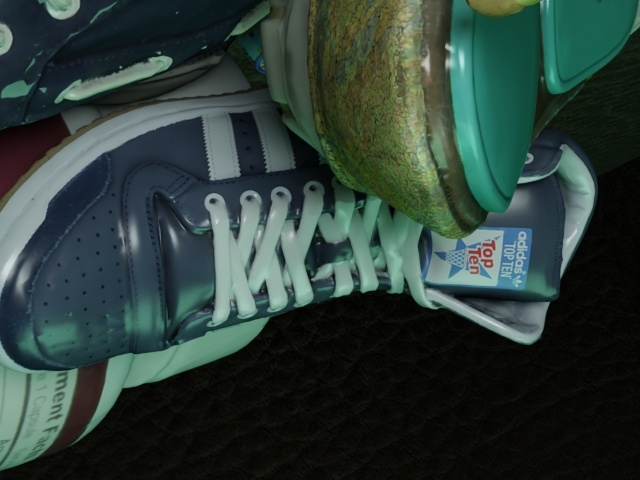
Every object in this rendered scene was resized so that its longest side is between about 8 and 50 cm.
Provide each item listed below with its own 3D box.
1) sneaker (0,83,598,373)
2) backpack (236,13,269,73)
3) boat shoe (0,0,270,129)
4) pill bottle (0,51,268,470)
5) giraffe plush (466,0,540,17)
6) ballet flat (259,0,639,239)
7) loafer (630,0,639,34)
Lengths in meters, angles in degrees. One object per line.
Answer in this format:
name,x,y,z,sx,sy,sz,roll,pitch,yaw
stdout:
sneaker,0.000,0.000,0.741,0.153,0.099,0.282,25,-145,36
backpack,0.029,-0.132,0.895,0.173,0.116,0.158,-11,168,-44
boat shoe,-0.116,-0.111,0.644,0.158,0.127,0.340,-34,175,37
pill bottle,-0.223,0.014,0.803,0.392,0.224,0.224,-17,173,-37
giraffe plush,0.060,-0.182,0.447,0.181,0.210,0.170,-43,-167,46
ballet flat,0.041,-0.079,0.666,0.123,0.123,0.348,-24,-173,23
loafer,0.210,-0.215,0.925,0.319,0.112,0.111,-35,-154,41
